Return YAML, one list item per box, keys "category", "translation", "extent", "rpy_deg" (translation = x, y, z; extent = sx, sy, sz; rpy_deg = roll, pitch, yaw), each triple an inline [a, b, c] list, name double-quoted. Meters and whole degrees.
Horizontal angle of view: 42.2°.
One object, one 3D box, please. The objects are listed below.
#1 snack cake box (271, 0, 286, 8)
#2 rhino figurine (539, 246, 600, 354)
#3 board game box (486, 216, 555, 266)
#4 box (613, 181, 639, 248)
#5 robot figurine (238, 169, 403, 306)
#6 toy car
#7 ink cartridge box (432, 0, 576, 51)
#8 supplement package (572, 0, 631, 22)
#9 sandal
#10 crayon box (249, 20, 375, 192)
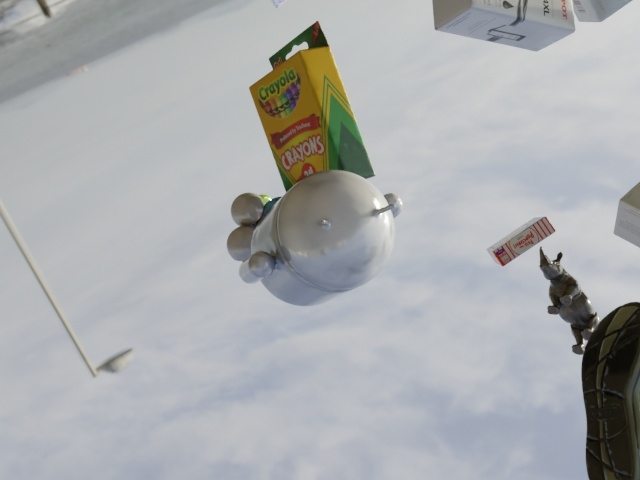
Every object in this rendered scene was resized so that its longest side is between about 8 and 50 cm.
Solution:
- category: "snack cake box"
  translation: [-0.137, -0.716, 2.147]
  extent: [0.089, 0.152, 0.264]
  rpy_deg: [-37, 180, 4]
- category: "rhino figurine"
  translation: [0.526, 0.117, 1.781]
  extent: [0.073, 0.243, 0.106]
  rpy_deg: [-25, -169, 37]
- category: "board game box"
  translation: [0.476, 0.000, 1.987]
  extent: [0.147, 0.045, 0.193]
  rpy_deg: [-34, 177, 7]
- category: "box"
  translation: [0.812, -0.060, 1.921]
  extent: [0.182, 0.119, 0.181]
  rpy_deg: [-37, -129, -24]
- category: "robot figurine"
  translation: [0.000, 0.000, 1.416]
  extent: [0.300, 0.199, 0.353]
  rpy_deg: [-28, 177, -24]
- category: "toy car"
  translation: [-0.099, -0.014, 1.700]
  extent: [0.136, 0.159, 0.182]
  rpy_deg: [-11, -119, 31]
- category: "ink cartridge box"
  translation: [0.262, -0.370, 1.199]
  extent: [0.203, 0.148, 0.086]
  rpy_deg: [1, 169, -30]
- category: "supplement package"
  translation: [0.563, -0.509, 1.581]
  extent: [0.179, 0.105, 0.105]
  rpy_deg: [-35, -165, 4]
- category: "sandal"
  translation: [0.463, 0.244, 1.257]
  extent: [0.086, 0.302, 0.120]
  rpy_deg: [10, 170, -22]
- category: "crayon box"
  translation: [-0.030, -0.242, 1.634]
  extent: [0.081, 0.318, 0.202]
  rpy_deg: [-19, 178, -35]
